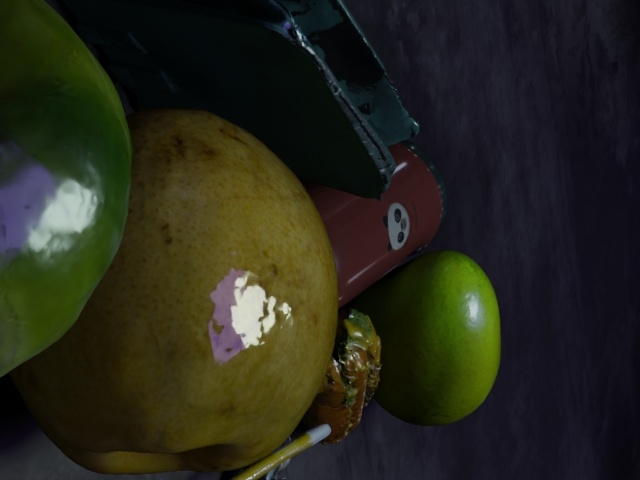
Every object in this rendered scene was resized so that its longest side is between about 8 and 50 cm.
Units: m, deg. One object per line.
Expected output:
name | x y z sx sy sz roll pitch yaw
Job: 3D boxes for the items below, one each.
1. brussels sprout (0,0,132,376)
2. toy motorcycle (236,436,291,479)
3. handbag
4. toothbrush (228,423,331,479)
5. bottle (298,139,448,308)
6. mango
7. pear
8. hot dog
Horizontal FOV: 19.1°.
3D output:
brussels sprout | -0.294 -0.035 1.318 0.268 0.344 0.344 85 19 -70
toy motorcycle | -0.044 0.271 2.014 0.130 0.094 0.229 -29 107 -61
handbag | -0.067 -0.165 1.695 0.100 0.274 0.268 -63 142 -21
toothbrush | -0.095 0.247 1.894 0.288 0.021 0.024 -29 99 -37
bottle | 0.000 0.000 1.982 0.336 0.144 0.144 -34 124 -53
mango | 0.120 0.115 2.129 0.149 0.273 0.185 -18 85 -18
pear | -0.130 0.044 1.599 0.314 0.314 0.314 -17 109 -59
hot dog | 0.018 0.150 2.021 0.115 0.072 0.269 -53 170 -14
